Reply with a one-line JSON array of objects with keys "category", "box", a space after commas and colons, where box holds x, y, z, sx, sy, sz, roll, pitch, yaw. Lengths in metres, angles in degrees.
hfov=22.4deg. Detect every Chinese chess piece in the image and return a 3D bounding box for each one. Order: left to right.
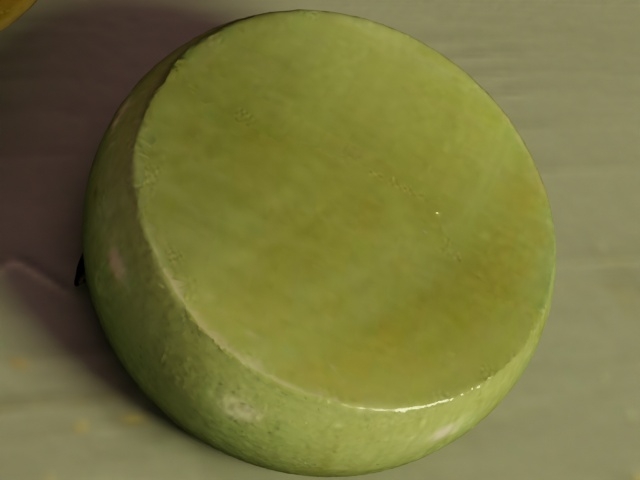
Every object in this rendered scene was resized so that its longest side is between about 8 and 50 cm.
[{"category": "Chinese chess piece", "box": [0.000, 0.000, 0.486, 0.144, 0.058, 0.144, 10, 61, -18]}]

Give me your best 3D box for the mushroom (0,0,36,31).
[{"category": "mushroom", "box": [-0.254, -0.128, 0.381, 0.407, 0.154, 0.137, 12, 18, -23]}]
